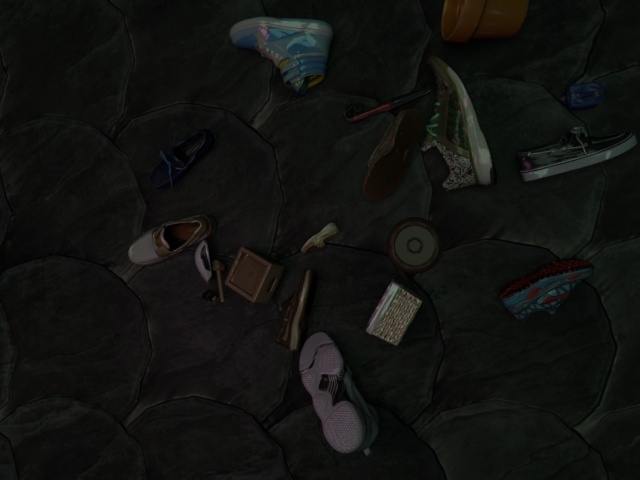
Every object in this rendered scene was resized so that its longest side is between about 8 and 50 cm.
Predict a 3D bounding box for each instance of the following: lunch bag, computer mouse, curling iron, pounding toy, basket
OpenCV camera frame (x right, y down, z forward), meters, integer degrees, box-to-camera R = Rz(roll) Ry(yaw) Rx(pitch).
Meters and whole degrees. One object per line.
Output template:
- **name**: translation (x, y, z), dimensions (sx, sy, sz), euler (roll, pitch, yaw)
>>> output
- **lunch bag**: translation (0.731, -0.404, 1.467), dimensions (0.098, 0.065, 0.067), euler (-7, 89, 9)
- **computer mouse**: translation (-0.361, 0.094, 1.624), dimensions (0.042, 0.106, 0.193), euler (-9, 91, -18)
- **curling iron**: translation (0.194, -0.414, 1.568), dimensions (0.273, 0.035, 0.068), euler (-13, 88, 9)
- **pounding toy**: translation (-0.237, 0.114, 1.617), dimensions (0.206, 0.094, 0.181), euler (28, 95, 29)
- **basket**: translation (0.215, 0.209, 1.530), dimensions (0.103, 0.113, 0.167), euler (28, 95, 6)

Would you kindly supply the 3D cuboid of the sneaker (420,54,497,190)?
- **sneaker**: translation (0.356, -0.323, 1.495), dimensions (0.181, 0.158, 0.411), euler (-21, 85, 18)

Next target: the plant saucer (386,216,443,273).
- **plant saucer**: translation (0.279, 0.015, 1.561), dimensions (0.168, 0.029, 0.169), euler (0, 91, 9)

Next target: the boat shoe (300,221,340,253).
- **boat shoe**: translation (0.000, 0.000, 1.594), dimensions (0.135, 0.050, 0.045), euler (-41, 79, 7)

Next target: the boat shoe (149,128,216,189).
- **boat shoe**: translation (-0.446, -0.265, 1.645), dimensions (0.258, 0.089, 0.109), euler (-45, 84, 7)

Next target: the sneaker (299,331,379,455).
- **sneaker**: translation (0.057, 0.458, 1.551), dimensions (0.137, 0.210, 0.366), euler (-28, 52, 8)

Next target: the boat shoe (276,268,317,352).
- **boat shoe**: translation (-0.081, 0.205, 1.589), dimensions (0.095, 0.095, 0.258), euler (13, 93, 15)

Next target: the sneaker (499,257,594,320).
- **sneaker**: translation (0.644, 0.141, 1.483), dimensions (0.261, 0.104, 0.125), euler (-25, 104, 13)

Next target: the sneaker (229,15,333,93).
- **sneaker**: translation (-0.124, -0.546, 1.574), dimensions (0.318, 0.127, 0.209), euler (4, 90, 10)

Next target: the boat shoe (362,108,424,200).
- **boat shoe**: translation (0.209, -0.251, 1.551), dimensions (0.104, 0.089, 0.285), euler (28, 98, -17)

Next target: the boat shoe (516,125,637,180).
- **boat shoe**: translation (0.699, -0.258, 1.450), dimensions (0.305, 0.113, 0.105), euler (-16, 102, 18)

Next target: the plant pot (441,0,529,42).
- **plant pot**: translation (0.458, -0.645, 1.454), dimensions (0.187, 0.205, 0.205), euler (8, 92, -6)

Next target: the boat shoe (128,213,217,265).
- **boat shoe**: translation (-0.479, -0.007, 1.644), dimensions (0.302, 0.103, 0.113), euler (-25, 86, 9)
